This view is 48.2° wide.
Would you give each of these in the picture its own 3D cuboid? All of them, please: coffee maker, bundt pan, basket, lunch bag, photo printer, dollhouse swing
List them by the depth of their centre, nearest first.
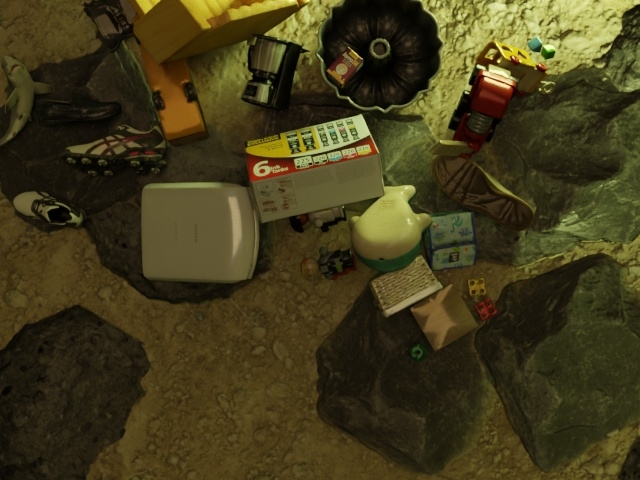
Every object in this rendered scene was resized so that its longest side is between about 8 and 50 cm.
[{"bbox_3d":[-0.281,-0.632,1.734,0.347,0.315,0.304,-29,99,-38],"label":"dollhouse swing"},{"bbox_3d":[-0.300,-0.019,1.806,0.308,0.107,0.255,2,93,21],"label":"photo printer"},{"bbox_3d":[0.215,0.119,1.858,0.167,0.113,0.103,-26,84,-2],"label":"basket"},{"bbox_3d":[-0.112,-0.430,1.863,0.171,0.120,0.178,8,102,-29],"label":"coffee maker"},{"bbox_3d":[0.151,-0.484,1.877,0.331,0.124,0.330,0,87,0],"label":"bundt pan"},{"bbox_3d":[0.339,0.001,1.878,0.129,0.096,0.151,-8,102,-4],"label":"lunch bag"}]

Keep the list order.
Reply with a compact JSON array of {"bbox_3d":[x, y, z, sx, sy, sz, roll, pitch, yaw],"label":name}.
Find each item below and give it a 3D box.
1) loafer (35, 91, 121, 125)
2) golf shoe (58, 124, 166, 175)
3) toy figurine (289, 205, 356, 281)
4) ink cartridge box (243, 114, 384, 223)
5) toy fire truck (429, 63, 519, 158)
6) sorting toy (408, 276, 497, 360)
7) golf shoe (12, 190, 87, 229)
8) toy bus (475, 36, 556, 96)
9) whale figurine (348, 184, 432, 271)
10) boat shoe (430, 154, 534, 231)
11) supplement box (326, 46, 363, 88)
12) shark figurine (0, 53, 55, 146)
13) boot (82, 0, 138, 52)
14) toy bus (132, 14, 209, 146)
[{"bbox_3d":[-0.638,-0.350,1.878,0.224,0.076,0.078,-5,111,2],"label":"loafer"},{"bbox_3d":[-0.542,-0.238,1.882,0.273,0.105,0.120,-1,70,-5],"label":"golf shoe"},{"bbox_3d":[0.000,0.000,1.812,0.148,0.209,0.212,-11,87,4],"label":"toy figurine"},{"bbox_3d":[-0.025,-0.198,1.782,0.310,0.271,0.130,-13,127,-2],"label":"ink cartridge box"},{"bbox_3d":[0.379,-0.299,1.784,0.159,0.217,0.246,20,43,0],"label":"toy fire truck"},{"bbox_3d":[0.330,0.197,1.887,0.275,0.046,0.132,-31,88,-2],"label":"sorting toy"},{"bbox_3d":[-0.715,-0.086,1.863,0.198,0.094,0.077,14,88,1],"label":"golf shoe"},{"bbox_3d":[0.509,-0.458,1.887,0.191,0.202,0.104,-21,57,5],"label":"toy bus"},{"bbox_3d":[0.180,-0.030,1.826,0.217,0.272,0.141,-3,130,18],"label":"whale figurine"},{"bbox_3d":[0.419,-0.129,1.880,0.302,0.098,0.109,32,101,-1],"label":"boat shoe"},{"bbox_3d":[0.061,-0.432,1.790,0.055,0.043,0.083,40,87,2],"label":"supplement box"},{"bbox_3d":[-0.819,-0.354,1.888,0.116,0.166,0.278,31,106,25],"label":"shark figurine"},{"bbox_3d":[-0.521,-0.657,1.892,0.229,0.091,0.262,-23,90,-2],"label":"boot"},{"bbox_3d":[-0.388,-0.424,1.863,0.108,0.130,0.332,-16,88,-1],"label":"toy bus"}]
